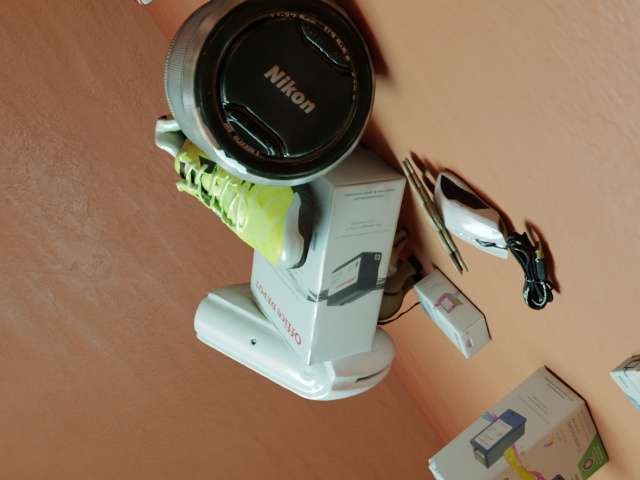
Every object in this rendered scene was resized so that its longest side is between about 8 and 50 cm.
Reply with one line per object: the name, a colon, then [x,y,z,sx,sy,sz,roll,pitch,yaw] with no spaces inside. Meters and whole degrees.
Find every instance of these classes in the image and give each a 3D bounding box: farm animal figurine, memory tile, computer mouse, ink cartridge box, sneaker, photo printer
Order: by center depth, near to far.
ink cartridge box: [0.310,0.134,0.714,0.048,0.028,0.083,53,174,9]
computer mouse: [0.180,-0.007,0.855,0.193,0.042,0.106,48,172,44]
memory tile: [0.140,-0.031,0.949,0.113,0.012,0.148,54,-168,-32]
ink cartridge box: [0.273,0.304,1.051,0.154,0.212,0.093,59,172,-35]
sneaker: [-0.132,-0.077,1.122,0.385,0.147,0.145,49,135,47]
ink cartridge box: [0.000,0.000,1.190,0.223,0.128,0.308,46,136,48]
ink cartridge box: [0.214,0.119,1.238,0.122,0.052,0.089,51,173,38]
photo printer: [-0.030,0.174,1.355,0.307,0.107,0.256,23,-167,27]
farm animal figurine: [0.054,0.039,1.436,0.327,0.172,0.330,48,172,41]

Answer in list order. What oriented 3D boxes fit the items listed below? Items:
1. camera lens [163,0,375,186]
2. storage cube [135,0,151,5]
camera lens: [-0.072,-0.192,0.930,0.219,0.219,0.274,57,174,-22]
storage cube: [-0.211,-0.426,0.885,0.193,0.183,0.215,48,170,37]
